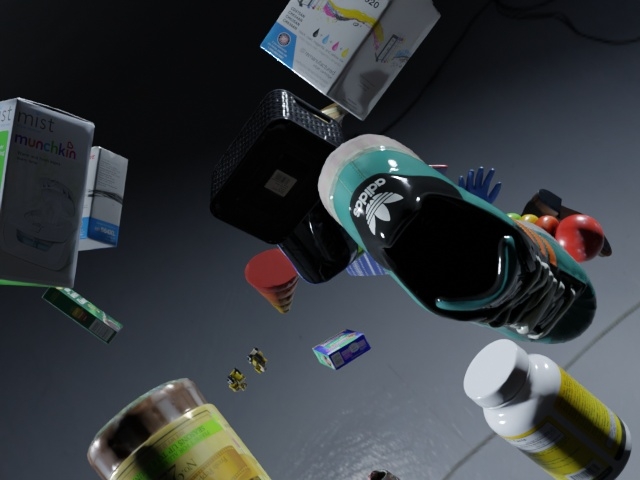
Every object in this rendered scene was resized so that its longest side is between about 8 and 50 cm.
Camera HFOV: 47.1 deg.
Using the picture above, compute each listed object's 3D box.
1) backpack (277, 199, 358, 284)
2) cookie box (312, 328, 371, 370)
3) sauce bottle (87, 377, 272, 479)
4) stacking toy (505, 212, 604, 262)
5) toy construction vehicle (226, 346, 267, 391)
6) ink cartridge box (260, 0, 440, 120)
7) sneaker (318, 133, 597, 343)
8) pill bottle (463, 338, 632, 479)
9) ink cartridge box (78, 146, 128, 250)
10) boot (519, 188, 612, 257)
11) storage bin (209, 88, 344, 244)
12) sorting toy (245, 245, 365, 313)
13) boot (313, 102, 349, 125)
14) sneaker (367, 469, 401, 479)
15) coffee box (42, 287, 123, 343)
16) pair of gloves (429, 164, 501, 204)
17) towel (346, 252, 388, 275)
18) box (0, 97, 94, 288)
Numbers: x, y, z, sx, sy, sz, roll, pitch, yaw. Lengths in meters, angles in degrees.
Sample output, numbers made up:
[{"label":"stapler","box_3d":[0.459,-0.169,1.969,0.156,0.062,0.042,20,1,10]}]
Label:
[{"label":"backpack","box_3d":[0.000,0.000,1.104,0.105,0.084,0.114,-32,89,21]},{"label":"cookie box","box_3d":[0.044,0.231,1.563,0.092,0.107,0.040,-29,98,-17]},{"label":"sauce bottle","box_3d":[-0.042,0.266,0.567,0.111,0.111,0.344,-42,74,-5]},{"label":"stacking toy","box_3d":[0.381,-0.005,1.426,0.330,0.141,0.141,-3,61,38]},{"label":"toy construction vehicle","box_3d":[-0.134,0.247,1.363,0.035,0.098,0.086,32,63,14]},{"label":"ink cartridge box","box_3d":[0.054,-0.364,1.261,0.171,0.168,0.233,41,101,24]},{"label":"sneaker","box_3d":[0.133,0.029,0.590,0.108,0.302,0.121,-54,30,15]},{"label":"pill bottle","box_3d":[0.460,0.354,1.506,0.188,0.334,0.188,-45,17,18]},{"label":"ink cartridge box","box_3d":[-0.509,-0.088,1.601,0.148,0.086,0.203,-5,73,34]},{"label":"boot","box_3d":[0.553,-0.017,1.681,0.219,0.106,0.082,40,42,1]},{"label":"storage bin","box_3d":[-0.059,-0.097,0.998,0.180,0.122,0.084,-49,28,28]},{"label":"sorting toy","box_3d":[0.026,0.055,1.547,0.365,0.126,0.127,-22,37,-15]},{"label":"boot","box_3d":[0.040,-0.270,2.063,0.095,0.262,0.203,-29,93,-33]},{"label":"sneaker","box_3d":[0.106,0.523,1.541,0.134,0.070,0.051,-34,22,23]},{"label":"coffee box","box_3d":[-0.547,0.166,1.696,0.184,0.113,0.040,37,85,-6]},{"label":"pair of gloves","box_3d":[0.278,-0.088,1.550,0.198,0.159,0.023,1,33,-6]},{"label":"towel","box_3d":[0.190,-0.009,1.747,0.336,0.243,0.040,-6,47,23]},{"label":"box","box_3d":[-0.448,-0.056,1.009,0.262,0.126,0.231,1,82,37]}]
